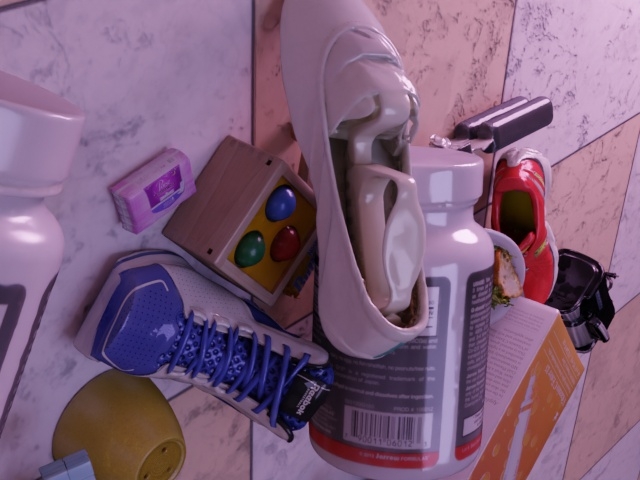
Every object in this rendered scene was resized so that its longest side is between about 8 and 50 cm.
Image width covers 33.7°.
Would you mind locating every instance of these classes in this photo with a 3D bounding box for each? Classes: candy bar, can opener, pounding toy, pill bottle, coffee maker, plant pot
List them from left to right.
[{"bbox_3d":[-0.306,0.050,0.756,0.204,0.204,0.360,9,105,-55],"label":"pill bottle"},{"bbox_3d":[-0.197,0.214,1.111,0.134,0.095,0.134,-33,137,-37],"label":"plant pot"},{"bbox_3d":[-0.038,-0.040,1.148,0.206,0.094,0.181,-57,146,-7],"label":"pounding toy"},{"bbox_3d":[0.000,0.000,1.295,0.161,0.018,0.040,-59,146,-6],"label":"candy bar"},{"bbox_3d":[0.096,0.078,1.244,0.210,0.210,0.362,-12,108,-49],"label":"pill bottle"},{"bbox_3d":[0.221,-0.129,1.446,0.280,0.074,0.093,-33,120,-40],"label":"can opener"},{"bbox_3d":[0.462,0.090,1.903,0.178,0.120,0.171,57,43,-54],"label":"coffee maker"}]

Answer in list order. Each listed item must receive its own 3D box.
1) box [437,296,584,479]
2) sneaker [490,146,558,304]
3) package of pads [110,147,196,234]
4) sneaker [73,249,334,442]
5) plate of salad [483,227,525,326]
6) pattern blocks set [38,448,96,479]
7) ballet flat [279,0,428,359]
[{"bbox_3d":[0.241,0.269,1.637,0.345,0.168,0.215,-58,144,-15],"label":"box"},{"bbox_3d":[0.292,0.000,1.583,0.118,0.107,0.278,-61,145,-50],"label":"sneaker"},{"bbox_3d":[-0.163,-0.049,1.032,0.083,0.032,0.050,-39,141,-30],"label":"package of pads"},{"bbox_3d":[-0.087,0.116,1.113,0.315,0.182,0.127,27,89,-56],"label":"sneaker"},{"bbox_3d":[0.204,0.072,1.517,0.200,0.048,0.199,-8,125,-12],"label":"plate of salad"},{"bbox_3d":[-0.280,0.343,1.065,0.286,0.026,0.324,-28,139,-11],"label":"pattern blocks set"},{"bbox_3d":[0.051,-0.081,1.056,0.139,0.139,0.400,-4,87,-52],"label":"ballet flat"}]
